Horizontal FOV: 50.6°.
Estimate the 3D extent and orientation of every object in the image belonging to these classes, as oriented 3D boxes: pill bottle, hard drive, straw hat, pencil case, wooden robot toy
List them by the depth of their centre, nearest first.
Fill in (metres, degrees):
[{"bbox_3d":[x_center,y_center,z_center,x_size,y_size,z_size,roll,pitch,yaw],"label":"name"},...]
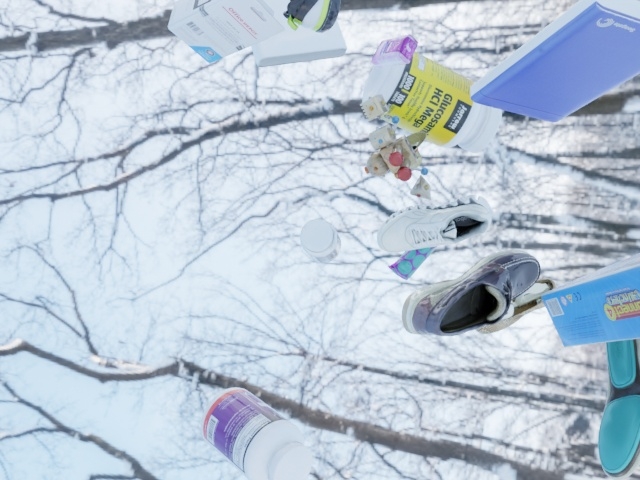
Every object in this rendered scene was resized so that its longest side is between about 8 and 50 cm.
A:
[{"bbox_3d":[0.092,-0.120,0.987,0.173,0.079,0.076,57,-149,-20],"label":"wooden robot toy"},{"bbox_3d":[0.442,-0.306,1.182,0.210,0.318,0.040,8,-108,-22],"label":"hard drive"},{"bbox_3d":[0.000,0.000,1.392,0.137,0.078,0.078,57,-138,-79],"label":"pill bottle"},{"bbox_3d":[-0.083,-0.531,1.475,0.040,0.202,0.308,131,123,-65],"label":"hard drive"},{"bbox_3d":[0.212,-0.201,1.664,0.061,0.144,0.144,55,-139,-19],"label":"straw hat"},{"bbox_3d":[0.292,-0.357,1.755,0.188,0.333,0.188,-57,19,33],"label":"pill bottle"},{"bbox_3d":[-0.169,0.532,1.808,0.181,0.322,0.182,-15,-66,-38],"label":"pill bottle"},{"bbox_3d":[0.255,0.036,1.832,0.152,0.064,0.070,-50,-55,0],"label":"pencil case"}]

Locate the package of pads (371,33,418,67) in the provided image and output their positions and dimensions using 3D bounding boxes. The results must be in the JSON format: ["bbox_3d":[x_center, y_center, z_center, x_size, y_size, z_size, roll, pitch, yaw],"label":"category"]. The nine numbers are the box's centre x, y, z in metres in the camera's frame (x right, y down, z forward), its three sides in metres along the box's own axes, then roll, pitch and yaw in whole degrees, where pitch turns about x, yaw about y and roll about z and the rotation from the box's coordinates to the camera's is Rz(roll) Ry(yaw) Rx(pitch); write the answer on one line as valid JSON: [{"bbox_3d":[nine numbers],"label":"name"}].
[{"bbox_3d":[0.134,-0.344,1.235,0.032,0.083,0.050,32,-102,-33],"label":"package of pads"}]

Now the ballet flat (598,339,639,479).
[{"bbox_3d":[0.463,0.234,0.990,0.086,0.086,0.249,59,-138,-51],"label":"ballet flat"}]

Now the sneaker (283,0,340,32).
[{"bbox_3d":[-0.019,-0.444,1.075,0.097,0.084,0.235,6,-104,-21],"label":"sneaker"}]

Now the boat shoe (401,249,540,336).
[{"bbox_3d":[0.267,0.094,1.114,0.285,0.092,0.103,-17,-67,-28],"label":"boat shoe"}]

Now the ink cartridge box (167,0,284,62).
[{"bbox_3d":[-0.151,-0.372,1.124,0.104,0.180,0.060,36,-126,-45],"label":"ink cartridge box"}]

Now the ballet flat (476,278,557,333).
[{"bbox_3d":[0.424,0.135,1.473,0.206,0.073,0.067,-26,-40,-9],"label":"ballet flat"}]

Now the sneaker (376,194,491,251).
[{"bbox_3d":[0.277,-0.031,1.663,0.118,0.291,0.110,-79,-30,-66],"label":"sneaker"}]

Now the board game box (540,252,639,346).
[{"bbox_3d":[0.495,0.037,0.885,0.308,0.301,0.086,113,136,-77],"label":"board game box"}]
